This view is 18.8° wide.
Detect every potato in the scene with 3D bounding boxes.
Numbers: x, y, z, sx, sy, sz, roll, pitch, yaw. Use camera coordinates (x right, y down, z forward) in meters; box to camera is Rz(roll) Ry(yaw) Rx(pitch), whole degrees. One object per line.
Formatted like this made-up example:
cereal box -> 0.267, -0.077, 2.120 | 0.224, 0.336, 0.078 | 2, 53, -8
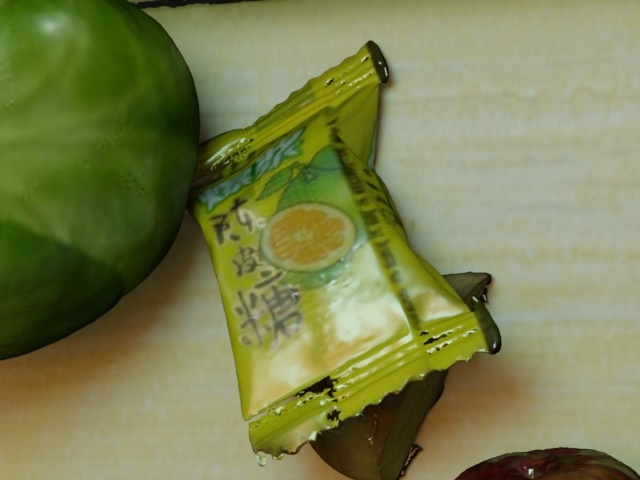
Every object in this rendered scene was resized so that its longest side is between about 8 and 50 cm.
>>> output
potato -> 0.036, 0.078, 1.333 | 0.101, 0.089, 0.172 | 29, 93, 24

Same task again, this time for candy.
candy -> 0.000, 0.000, 1.332 | 0.187, 0.081, 0.297 | -28, 47, 8

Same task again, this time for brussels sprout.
brussels sprout -> -0.264, -0.049, 1.334 | 0.289, 0.355, 0.281 | 14, 111, 45

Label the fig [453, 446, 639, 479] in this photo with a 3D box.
fig -> 0.141, 0.246, 1.245 | 0.160, 0.143, 0.230 | 15, 94, 52
